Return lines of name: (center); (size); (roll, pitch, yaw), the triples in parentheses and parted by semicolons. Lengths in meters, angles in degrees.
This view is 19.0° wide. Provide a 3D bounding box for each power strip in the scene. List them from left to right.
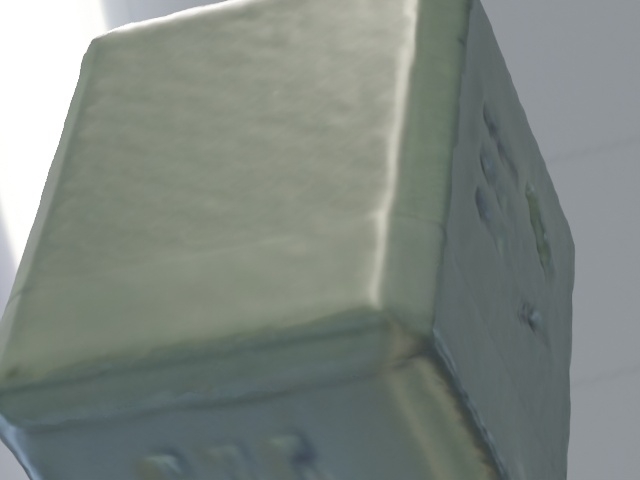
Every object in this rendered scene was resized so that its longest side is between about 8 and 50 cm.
power strip: (0.000, 0.000, 0.622); (0.139, 0.224, 0.140); (-11, -47, 20)
